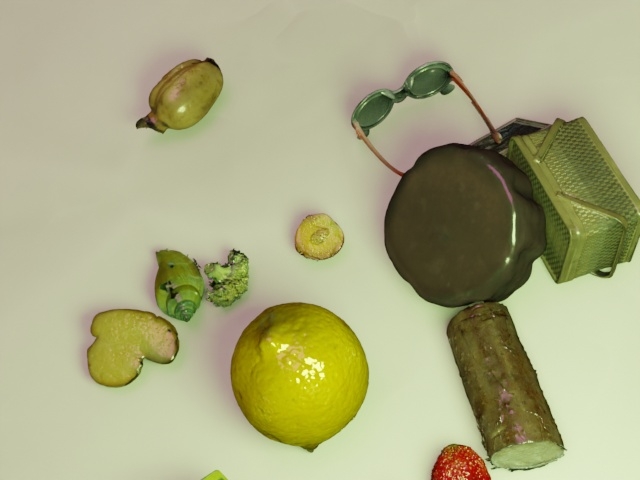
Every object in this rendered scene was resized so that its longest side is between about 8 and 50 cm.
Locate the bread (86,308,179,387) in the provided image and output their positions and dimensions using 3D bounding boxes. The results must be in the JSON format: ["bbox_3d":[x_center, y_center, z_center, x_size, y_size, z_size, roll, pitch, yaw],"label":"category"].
[{"bbox_3d":[-0.345,0.207,1.878,0.187,0.065,0.150,6,71,16],"label":"bread"}]

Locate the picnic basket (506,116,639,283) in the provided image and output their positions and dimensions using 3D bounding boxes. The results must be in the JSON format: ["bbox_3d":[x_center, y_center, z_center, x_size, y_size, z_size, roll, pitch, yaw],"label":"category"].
[{"bbox_3d":[0.435,-0.069,1.759,0.139,0.165,0.267,-16,56,-9],"label":"picnic basket"}]

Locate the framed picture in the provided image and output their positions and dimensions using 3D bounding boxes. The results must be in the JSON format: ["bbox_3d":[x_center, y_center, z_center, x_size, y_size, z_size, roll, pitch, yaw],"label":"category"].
[{"bbox_3d":[0.344,-0.190,1.894,0.141,0.011,0.183,-29,15,-3],"label":"framed picture"}]

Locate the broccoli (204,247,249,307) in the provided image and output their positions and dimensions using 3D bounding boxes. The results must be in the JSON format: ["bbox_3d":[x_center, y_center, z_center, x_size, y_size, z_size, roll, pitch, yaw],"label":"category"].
[{"bbox_3d":[-0.176,0.068,1.899,0.097,0.092,0.095,-38,41,11],"label":"broccoli"}]

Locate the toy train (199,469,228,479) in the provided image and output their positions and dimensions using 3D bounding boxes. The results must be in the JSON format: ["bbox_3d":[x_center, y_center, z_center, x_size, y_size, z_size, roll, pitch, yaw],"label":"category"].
[{"bbox_3d":[-0.216,0.522,1.492,0.237,0.150,0.369,42,36,19],"label":"toy train"}]

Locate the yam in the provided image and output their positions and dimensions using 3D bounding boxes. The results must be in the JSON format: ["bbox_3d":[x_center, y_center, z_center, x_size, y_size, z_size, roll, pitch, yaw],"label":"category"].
[{"bbox_3d":[0.291,0.235,1.638,0.131,0.131,0.280,-19,54,4],"label":"yam"}]

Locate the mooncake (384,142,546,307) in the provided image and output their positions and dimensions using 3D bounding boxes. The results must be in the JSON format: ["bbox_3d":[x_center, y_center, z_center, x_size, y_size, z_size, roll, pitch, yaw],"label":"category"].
[{"bbox_3d":[0.251,-0.026,1.741,0.283,0.141,0.283,4,97,37],"label":"mooncake"}]

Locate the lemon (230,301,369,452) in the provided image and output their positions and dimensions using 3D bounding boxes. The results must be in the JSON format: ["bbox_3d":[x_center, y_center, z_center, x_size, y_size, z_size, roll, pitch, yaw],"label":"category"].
[{"bbox_3d":[-0.034,0.216,1.664,0.228,0.254,0.229,-3,47,3],"label":"lemon"}]

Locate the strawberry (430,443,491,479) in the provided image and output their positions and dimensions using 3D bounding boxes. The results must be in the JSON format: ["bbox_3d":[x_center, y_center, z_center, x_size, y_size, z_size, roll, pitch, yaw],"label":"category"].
[{"bbox_3d":[0.216,0.372,1.586,0.106,0.106,0.106,-7,57,11],"label":"strawberry"}]

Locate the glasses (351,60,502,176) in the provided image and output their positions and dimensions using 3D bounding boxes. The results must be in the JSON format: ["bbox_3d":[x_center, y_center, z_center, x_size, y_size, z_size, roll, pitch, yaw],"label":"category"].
[{"bbox_3d":[0.206,-0.207,1.948,0.234,0.118,0.268,-27,54,-4],"label":"glasses"}]

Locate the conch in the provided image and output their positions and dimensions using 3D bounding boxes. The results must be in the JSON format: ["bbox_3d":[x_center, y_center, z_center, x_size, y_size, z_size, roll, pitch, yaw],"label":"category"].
[{"bbox_3d":[-0.269,0.090,1.925,0.094,0.080,0.201,-1,47,-7],"label":"conch"}]

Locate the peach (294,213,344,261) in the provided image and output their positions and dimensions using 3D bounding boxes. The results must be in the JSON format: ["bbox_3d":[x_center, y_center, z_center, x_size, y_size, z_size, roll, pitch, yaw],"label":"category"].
[{"bbox_3d":[0.001,-0.001,1.909,0.098,0.061,0.098,-3,80,15],"label":"peach"}]

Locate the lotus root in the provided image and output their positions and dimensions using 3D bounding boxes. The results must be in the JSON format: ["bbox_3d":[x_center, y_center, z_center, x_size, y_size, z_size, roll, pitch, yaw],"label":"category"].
[{"bbox_3d":[-0.297,-0.300,2.153,0.221,0.118,0.125,-49,26,-14],"label":"lotus root"}]
